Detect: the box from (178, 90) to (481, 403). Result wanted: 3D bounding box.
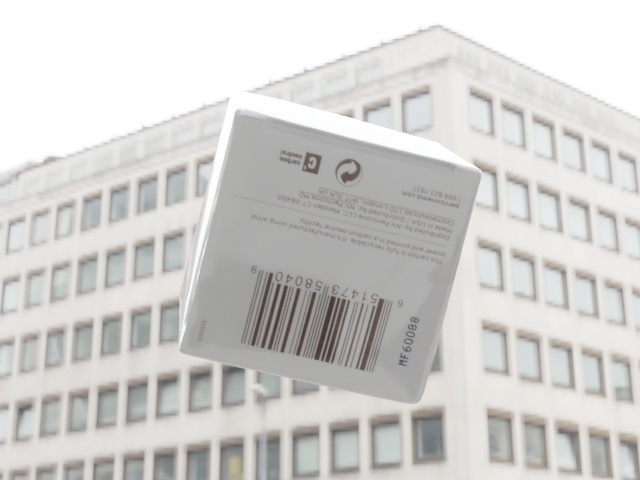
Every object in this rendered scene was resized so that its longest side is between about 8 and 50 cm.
[{"bbox_3d":[0.000,0.000,0.491,0.101,0.102,0.087,13,9,-8],"label":"box"}]
